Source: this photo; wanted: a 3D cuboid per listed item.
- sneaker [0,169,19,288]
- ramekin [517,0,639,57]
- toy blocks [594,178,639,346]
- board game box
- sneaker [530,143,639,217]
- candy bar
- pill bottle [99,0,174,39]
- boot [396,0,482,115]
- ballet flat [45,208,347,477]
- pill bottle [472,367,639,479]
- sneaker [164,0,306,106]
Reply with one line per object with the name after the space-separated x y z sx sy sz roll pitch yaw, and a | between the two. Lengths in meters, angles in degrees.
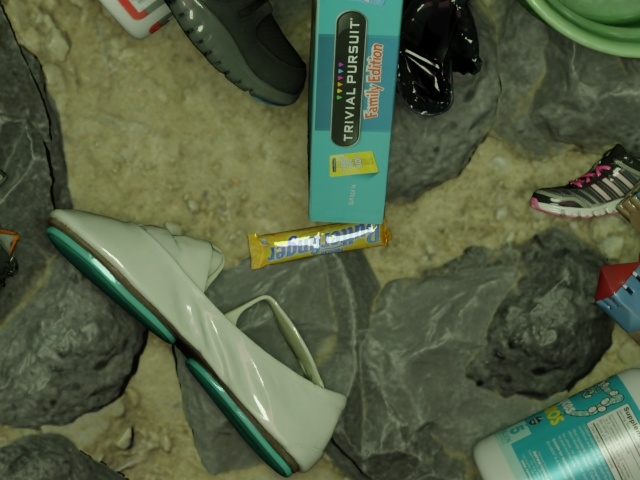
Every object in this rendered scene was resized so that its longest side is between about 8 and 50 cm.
-0.378 0.046 1.604 0.108 0.100 0.272 -4 99 -6 | sneaker
0.313 -0.341 1.517 0.303 0.148 0.303 -1 98 -6 | ramekin
0.432 -0.002 1.539 0.261 0.191 0.381 44 71 -2 | toy blocks
0.030 -0.224 1.415 0.079 0.254 0.336 2 133 -1 | board game box
0.310 -0.067 1.614 0.170 0.063 0.075 -7 99 -5 | sneaker
0.000 0.000 1.641 0.161 0.018 0.040 -9 99 1 | candy bar
-0.121 -0.349 1.513 0.283 0.161 0.161 -35 98 4 | pill bottle
0.123 -0.254 1.508 0.094 0.207 0.247 11 98 -5 | boot
-0.123 0.083 1.610 0.139 0.139 0.400 -42 101 5 | ballet flat
0.311 0.233 1.617 0.264 0.146 0.146 -26 98 3 | pill bottle
-0.098 -0.265 1.398 0.139 0.125 0.341 -40 126 2 | sneaker
